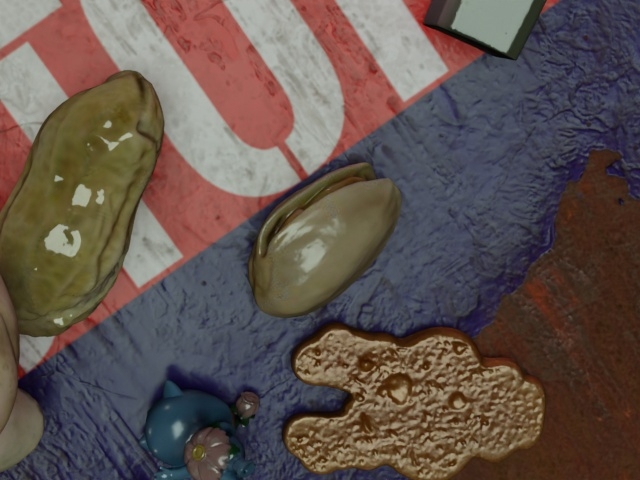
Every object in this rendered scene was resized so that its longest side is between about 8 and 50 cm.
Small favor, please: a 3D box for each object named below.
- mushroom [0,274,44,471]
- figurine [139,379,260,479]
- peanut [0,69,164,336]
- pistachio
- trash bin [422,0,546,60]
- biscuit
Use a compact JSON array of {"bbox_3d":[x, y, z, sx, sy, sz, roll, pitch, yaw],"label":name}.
[{"bbox_3d":[-0.481,0.159,1.480,0.325,0.353,0.353,-26,100,-22],"label":"mushroom"},{"bbox_3d":[-0.130,0.250,1.682,0.144,0.178,0.114,-10,123,-42],"label":"figurine"},{"bbox_3d":[-0.290,-0.044,1.602,0.158,0.174,0.340,20,93,1],"label":"peanut"},{"bbox_3d":[0.000,0.000,1.659,0.223,0.126,0.152,-49,133,-1],"label":"pistachio"},{"bbox_3d":[0.223,-0.344,1.604,0.122,0.164,0.240,23,96,-7],"label":"trash bin"},{"bbox_3d":[0.120,0.208,1.734,0.334,0.047,0.202,3,99,-3],"label":"biscuit"}]
